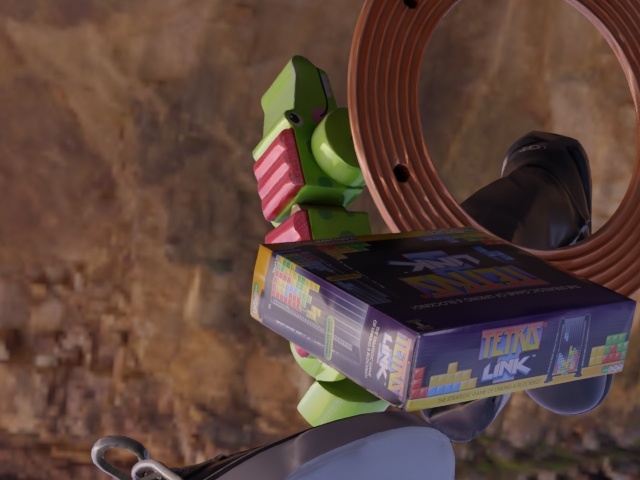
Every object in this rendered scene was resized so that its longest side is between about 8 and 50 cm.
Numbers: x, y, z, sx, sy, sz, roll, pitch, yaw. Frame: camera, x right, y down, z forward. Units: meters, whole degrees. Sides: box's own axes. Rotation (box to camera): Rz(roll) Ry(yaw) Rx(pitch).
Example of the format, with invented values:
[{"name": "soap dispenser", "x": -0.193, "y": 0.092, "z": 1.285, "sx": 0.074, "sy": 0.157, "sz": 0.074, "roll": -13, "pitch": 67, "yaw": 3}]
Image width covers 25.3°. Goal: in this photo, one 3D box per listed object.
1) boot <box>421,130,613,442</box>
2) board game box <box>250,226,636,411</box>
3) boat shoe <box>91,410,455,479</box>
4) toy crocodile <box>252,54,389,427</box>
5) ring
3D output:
[{"name": "boot", "x": 0.219, "y": 0.103, "z": 1.561, "sx": 0.146, "sy": 0.367, "sz": 0.445, "roll": -7, "pitch": -164, "yaw": 19}, {"name": "board game box", "x": 0.069, "y": 0.038, "z": 0.808, "sx": 0.170, "sy": 0.048, "sz": 0.141, "roll": -5, "pitch": -159, "yaw": -39}, {"name": "boat shoe", "x": -0.077, "y": 0.157, "z": 0.711, "sx": 0.306, "sy": 0.113, "sz": 0.105, "roll": -29, "pitch": -142, "yaw": -21}, {"name": "toy crocodile", "x": 0.000, "y": 0.000, "z": 1.164, "sx": 0.105, "sy": 0.115, "sz": 0.341, "roll": 5, "pitch": -120, "yaw": -32}, {"name": "ring", "x": 0.166, "y": -0.099, "z": 1.149, "sx": 0.336, "sy": 0.337, "sz": 0.032, "roll": -4, "pitch": 174, "yaw": -29}]
